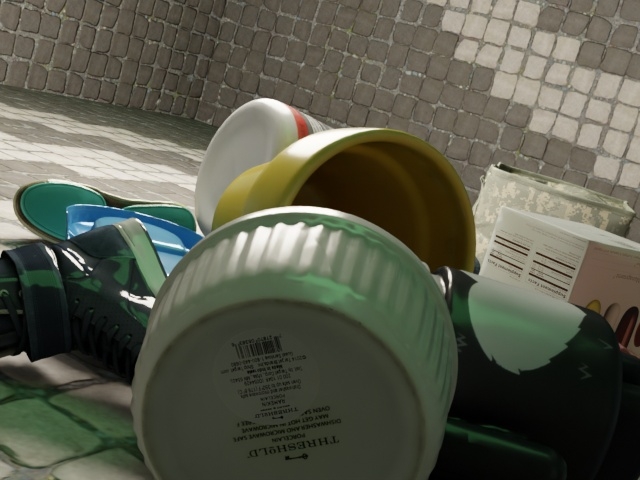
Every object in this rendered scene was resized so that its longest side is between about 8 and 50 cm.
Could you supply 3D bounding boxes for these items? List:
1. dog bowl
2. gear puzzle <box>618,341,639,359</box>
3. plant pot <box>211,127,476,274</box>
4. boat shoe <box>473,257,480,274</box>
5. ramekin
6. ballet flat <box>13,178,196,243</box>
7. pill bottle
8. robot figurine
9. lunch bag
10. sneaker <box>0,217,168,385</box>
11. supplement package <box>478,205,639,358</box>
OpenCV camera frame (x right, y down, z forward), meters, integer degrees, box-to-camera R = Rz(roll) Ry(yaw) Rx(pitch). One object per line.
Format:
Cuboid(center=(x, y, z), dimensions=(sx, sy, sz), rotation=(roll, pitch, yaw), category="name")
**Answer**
Cuboid(center=(-0.192, 0.035, 0.931), dimensions=(0.165, 0.074, 0.297), rotation=(13, 11, -19), category="dog bowl")
Cuboid(center=(0.420, 0.190, 0.977), dimensions=(0.339, 0.044, 0.175), rotation=(30, 9, -39), category="gear puzzle")
Cuboid(center=(0.000, 0.000, 0.976), dimensions=(0.254, 0.254, 0.239), rotation=(11, 2, -32), category="plant pot")
Cuboid(center=(0.212, 0.005, 1.735), dimensions=(0.079, 0.095, 0.254), rotation=(8, 14, -37), category="boat shoe")
Cuboid(center=(-0.018, 0.092, 0.545), dimensions=(0.207, 0.207, 0.109), rotation=(17, 19, 1), category="ramekin")
Cuboid(center=(-0.280, -0.022, 1.138), dimensions=(0.248, 0.086, 0.086), rotation=(12, 11, -36), category="ballet flat")
Cuboid(center=(0.022, -0.041, 1.261), dimensions=(0.363, 0.210, 0.210), rotation=(21, 5, -36), category="pill bottle")
Cuboid(center=(0.132, 0.114, 0.720), dimensions=(0.278, 0.174, 0.209), rotation=(17, -17, -4), category="robot figurine")
Cuboid(center=(0.421, -0.003, 1.713), dimensions=(0.287, 0.235, 0.169), rotation=(19, 15, 7), category="lunch bag")
Cuboid(center=(-0.179, 0.082, 0.676), dimensions=(0.163, 0.086, 0.226), rotation=(-13, 46, -32), category="sneaker")
Cuboid(center=(0.312, 0.084, 1.128), dimensions=(0.194, 0.203, 0.149), rotation=(9, 13, -37), category="supplement package")
